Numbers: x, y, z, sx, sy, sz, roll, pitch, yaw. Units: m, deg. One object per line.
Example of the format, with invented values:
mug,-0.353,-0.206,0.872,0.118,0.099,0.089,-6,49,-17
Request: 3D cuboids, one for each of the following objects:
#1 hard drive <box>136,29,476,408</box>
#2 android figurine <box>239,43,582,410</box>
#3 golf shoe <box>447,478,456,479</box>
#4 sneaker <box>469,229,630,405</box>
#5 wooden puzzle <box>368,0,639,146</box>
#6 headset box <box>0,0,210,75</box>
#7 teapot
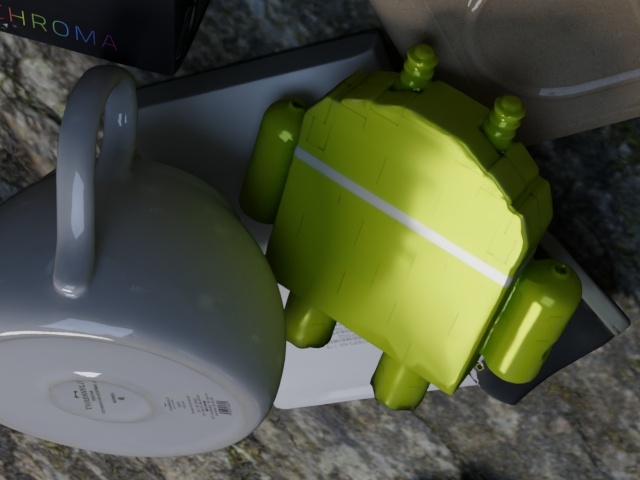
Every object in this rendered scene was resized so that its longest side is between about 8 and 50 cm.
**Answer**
hard drive,0.000,0.000,0.945,0.203,0.040,0.307,-10,124,22
android figurine,0.054,-0.005,0.819,0.248,0.056,0.273,31,134,15
golf shoe,0.076,0.278,1.132,0.198,0.077,0.094,-31,104,25
sneaker,0.118,0.031,0.879,0.118,0.083,0.222,-43,115,9
wooden puzzle,0.172,-0.204,0.686,0.348,0.080,0.322,-10,138,28
headset box,-0.173,-0.253,0.677,0.246,0.131,0.283,17,151,1
teapot,-0.136,0.025,0.847,0.252,0.187,0.256,29,144,-34
